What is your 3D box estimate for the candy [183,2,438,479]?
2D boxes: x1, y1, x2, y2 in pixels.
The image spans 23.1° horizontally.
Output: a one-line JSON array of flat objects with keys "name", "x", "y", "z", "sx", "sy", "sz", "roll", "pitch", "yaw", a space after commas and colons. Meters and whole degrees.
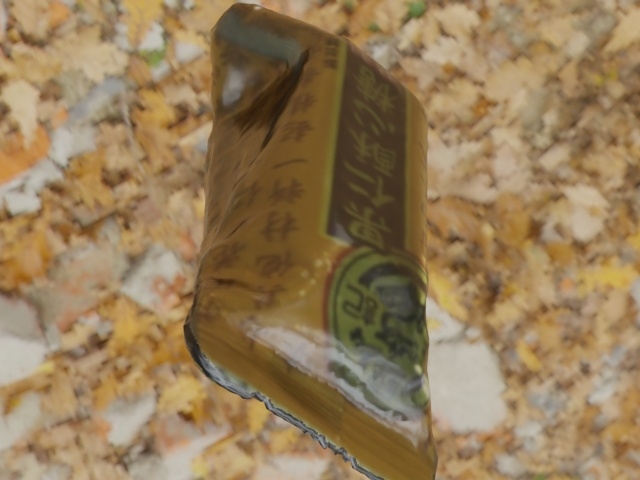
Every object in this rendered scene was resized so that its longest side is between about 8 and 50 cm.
[{"name": "candy", "x": 0.000, "y": 0.000, "z": 0.732, "sx": 0.143, "sy": 0.271, "sz": 0.101, "roll": 34, "pitch": 121, "yaw": -23}]
